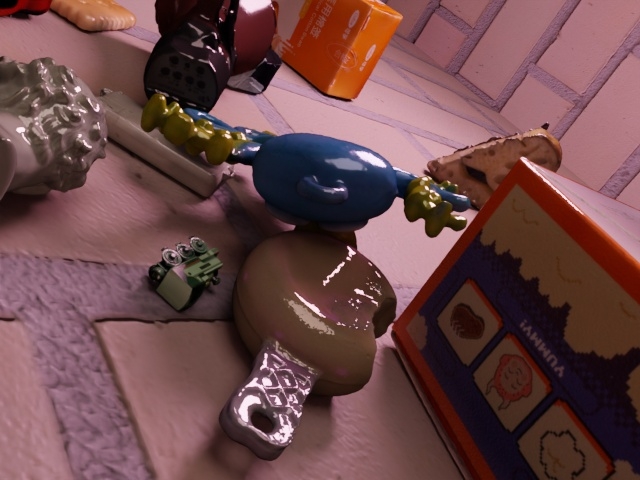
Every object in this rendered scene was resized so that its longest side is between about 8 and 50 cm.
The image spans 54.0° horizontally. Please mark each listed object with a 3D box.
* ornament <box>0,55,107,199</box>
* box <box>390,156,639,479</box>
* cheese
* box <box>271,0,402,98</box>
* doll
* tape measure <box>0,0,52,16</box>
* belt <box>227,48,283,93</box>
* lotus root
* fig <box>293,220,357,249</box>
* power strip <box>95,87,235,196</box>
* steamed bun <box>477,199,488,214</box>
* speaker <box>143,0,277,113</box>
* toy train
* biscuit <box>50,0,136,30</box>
[{"bbox_3d":[-0.259,-0.068,0.477,0.130,0.121,0.285,22,25,-5],"label":"ornament"},{"bbox_3d":[0.316,0.143,0.631,0.348,0.257,0.319,14,30,-34],"label":"box"},{"bbox_3d":[-0.015,0.085,0.553,0.163,0.082,0.286,31,27,-3],"label":"cheese"},{"bbox_3d":[-0.007,-0.516,1.474,0.341,0.225,0.143,43,29,21],"label":"box"},{"bbox_3d":[-0.014,-0.072,0.704,0.345,0.099,0.341,16,7,-3],"label":"doll"},{"bbox_3d":[-0.489,-0.391,0.806,0.253,0.114,0.260,37,28,6],"label":"tape measure"},{"bbox_3d":[-0.154,-0.337,1.148,0.151,0.078,0.198,44,24,12],"label":"belt"},{"bbox_3d":[0.376,-0.140,1.316,0.170,0.260,0.074,63,22,-14],"label":"lotus root"},{"bbox_3d":[0.000,0.000,0.732,0.074,0.074,0.088,8,20,-43],"label":"fig"},{"bbox_3d":[-0.192,-0.119,0.758,0.192,0.035,0.081,31,25,-4],"label":"power strip"},{"bbox_3d":[0.375,-0.032,1.212,0.129,0.091,0.112,27,27,-14],"label":"steamed bun"},{"bbox_3d":[-0.136,-0.307,0.882,0.198,0.259,0.330,42,17,-24],"label":"speaker"},{"bbox_3d":[-0.120,0.028,0.580,0.053,0.033,0.083,43,26,8],"label":"toy train"},{"bbox_3d":[-0.433,-0.418,1.015,0.249,0.030,0.160,34,25,1],"label":"biscuit"}]
